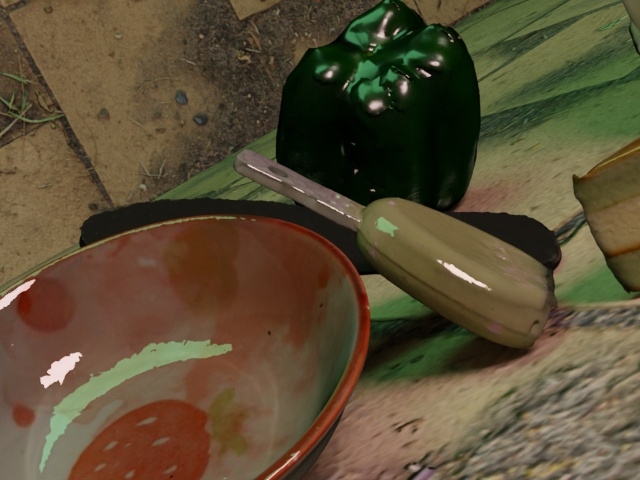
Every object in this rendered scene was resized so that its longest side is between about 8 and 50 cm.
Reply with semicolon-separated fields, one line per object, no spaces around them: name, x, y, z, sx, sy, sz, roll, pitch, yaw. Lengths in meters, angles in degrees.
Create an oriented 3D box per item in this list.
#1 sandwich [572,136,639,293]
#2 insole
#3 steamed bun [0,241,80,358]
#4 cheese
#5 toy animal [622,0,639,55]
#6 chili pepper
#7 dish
sandwich;0.226;-0.037;0.557;0.163;0.079;0.113;-28;9;-10
insole;0.000;0.000;0.721;0.310;0.012;0.110;0;27;-4
steamed bun;-0.171;0.090;0.754;0.164;0.146;0.242;-19;13;39
cheese;0.040;-0.004;0.627;0.037;0.192;0.097;-63;-3;18
toy animal;0.321;-0.273;0.821;0.251;0.309;0.251;-3;3;0
chili pepper;0.055;-0.081;0.995;0.165;0.261;0.174;22;53;20
dish;-0.090;0.095;0.582;0.260;0.085;0.260;-14;33;9
